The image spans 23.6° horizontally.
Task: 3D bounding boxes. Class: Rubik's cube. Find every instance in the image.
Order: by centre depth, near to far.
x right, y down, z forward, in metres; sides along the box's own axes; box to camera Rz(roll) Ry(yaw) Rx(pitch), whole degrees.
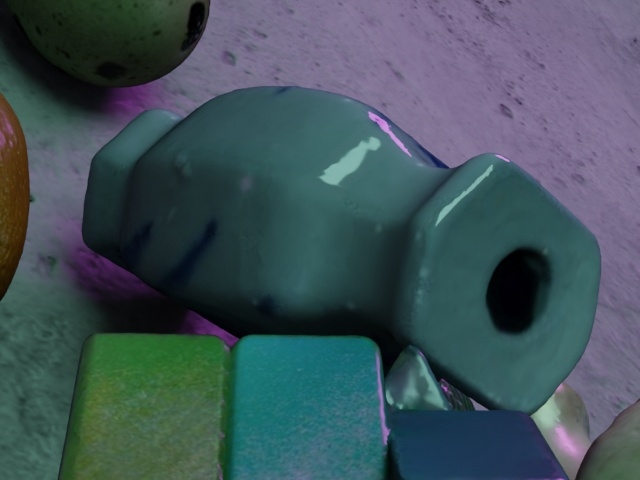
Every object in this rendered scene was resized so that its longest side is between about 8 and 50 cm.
[{"bbox_3d":[-0.020,0.231,0.894,0.387,0.358,0.368,32,69,10],"label":"Rubik's cube"}]

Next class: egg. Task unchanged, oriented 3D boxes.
[{"bbox_3d":[-0.211,-0.242,1.444,0.228,0.177,0.177,30,32,20],"label":"egg"}]

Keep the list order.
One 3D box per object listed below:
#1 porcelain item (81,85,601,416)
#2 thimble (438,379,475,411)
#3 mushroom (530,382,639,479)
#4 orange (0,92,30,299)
[{"bbox_3d":[0.000,0.000,1.143,0.405,0.178,0.242,16,-15,48],"label":"porcelain item"},{"bbox_3d":[0.063,0.168,1.208,0.118,0.135,0.090,-3,29,25],"label":"thimble"},{"bbox_3d":[0.295,0.235,1.176,0.315,0.315,0.356,24,38,-15],"label":"mushroom"},{"bbox_3d":[-0.320,-0.028,1.043,0.264,0.264,0.264,22,36,-17],"label":"orange"}]
